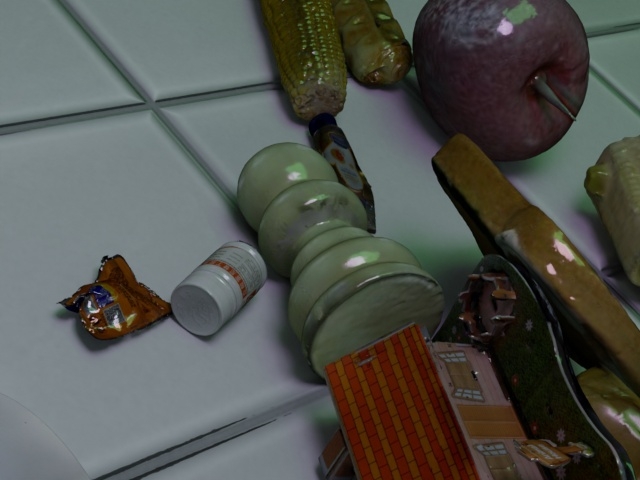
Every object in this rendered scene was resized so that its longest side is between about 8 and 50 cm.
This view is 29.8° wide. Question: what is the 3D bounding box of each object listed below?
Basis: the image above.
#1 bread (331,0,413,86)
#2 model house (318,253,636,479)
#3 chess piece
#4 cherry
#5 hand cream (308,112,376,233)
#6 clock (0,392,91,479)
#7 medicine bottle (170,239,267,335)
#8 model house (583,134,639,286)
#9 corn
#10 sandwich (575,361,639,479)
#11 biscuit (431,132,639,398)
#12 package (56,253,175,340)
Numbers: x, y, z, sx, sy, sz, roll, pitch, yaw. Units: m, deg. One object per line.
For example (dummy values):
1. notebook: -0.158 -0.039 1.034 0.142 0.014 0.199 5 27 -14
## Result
1. bread: 0.036 -0.337 1.630 0.077 0.084 0.367 54 12 -50
2. model house: 0.104 0.161 0.985 0.154 0.207 0.294 4 43 -25
3. chess piece: 0.000 0.000 1.169 0.144 0.144 0.251 0 41 -33
4. cherry: 0.219 -0.216 1.476 0.213 0.236 0.285 -12 40 -23
5. hand cream: 0.022 -0.078 1.350 0.062 0.039 0.163 20 37 -38
6. clock: -0.206 0.203 0.712 0.083 0.230 0.230 -21 59 -45
7. medicine bottle: -0.093 0.043 1.116 0.057 0.057 0.089 35 38 8
8. model house: 0.437 -0.014 1.454 0.234 0.175 0.193 5 43 -13
9. corn: -0.024 -0.267 1.498 0.097 0.097 0.320 11 42 -22
10. sandwich: 0.299 0.233 1.047 0.087 0.226 0.251 -43 68 -6
11. biscuit: 0.203 0.025 1.168 0.287 0.057 0.344 52 2 -9
12. package: -0.182 0.052 1.069 0.077 0.033 0.110 30 31 18
